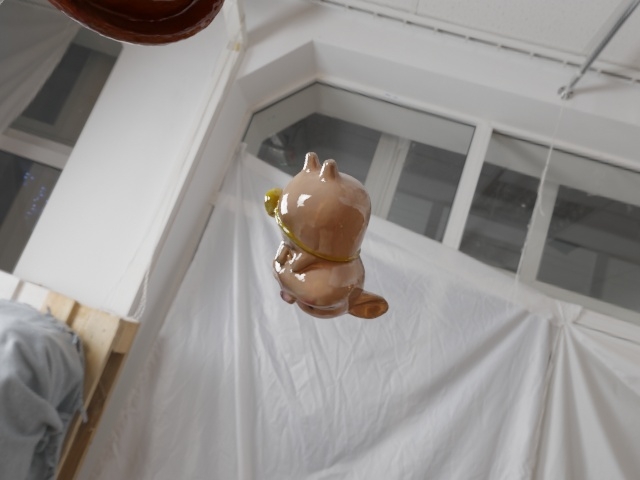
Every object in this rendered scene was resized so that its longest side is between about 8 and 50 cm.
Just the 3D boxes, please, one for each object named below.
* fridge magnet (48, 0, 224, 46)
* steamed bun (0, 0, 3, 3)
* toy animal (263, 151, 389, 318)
[{"bbox_3d":[-0.305,-0.495,0.785,0.364,0.363,0.155,27,-19,-32],"label":"fridge magnet"},{"bbox_3d":[-0.333,-0.340,0.279,0.247,0.383,0.236,30,29,30],"label":"steamed bun"},{"bbox_3d":[0.000,-0.002,0.717,0.149,0.247,0.165,-17,33,-19],"label":"toy animal"}]
